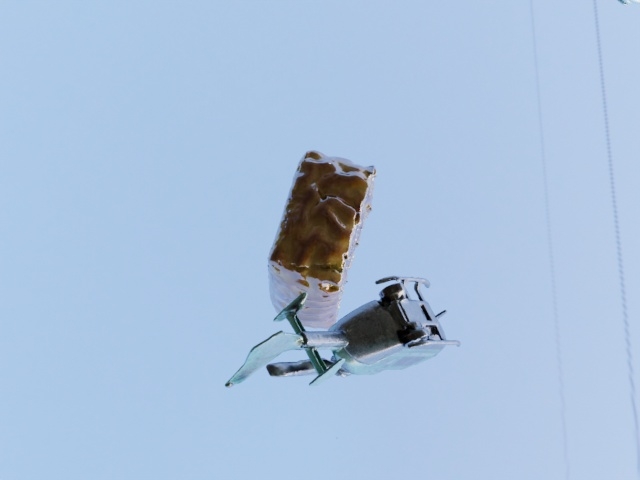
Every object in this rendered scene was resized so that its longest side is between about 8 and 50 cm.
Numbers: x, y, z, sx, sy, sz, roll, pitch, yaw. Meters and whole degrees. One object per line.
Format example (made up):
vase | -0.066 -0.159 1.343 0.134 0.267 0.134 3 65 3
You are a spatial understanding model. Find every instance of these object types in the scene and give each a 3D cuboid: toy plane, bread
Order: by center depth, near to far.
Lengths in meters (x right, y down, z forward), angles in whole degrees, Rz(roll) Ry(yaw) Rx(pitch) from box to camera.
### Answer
toy plane | 0.030 0.074 0.659 0.096 0.235 0.060 -37 -114 27
bread | 0.000 0.000 1.020 0.096 0.222 0.181 15 -110 4

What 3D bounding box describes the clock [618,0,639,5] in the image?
clock | 0.303 -0.271 0.814 0.147 0.108 0.045 -12 -130 -15
